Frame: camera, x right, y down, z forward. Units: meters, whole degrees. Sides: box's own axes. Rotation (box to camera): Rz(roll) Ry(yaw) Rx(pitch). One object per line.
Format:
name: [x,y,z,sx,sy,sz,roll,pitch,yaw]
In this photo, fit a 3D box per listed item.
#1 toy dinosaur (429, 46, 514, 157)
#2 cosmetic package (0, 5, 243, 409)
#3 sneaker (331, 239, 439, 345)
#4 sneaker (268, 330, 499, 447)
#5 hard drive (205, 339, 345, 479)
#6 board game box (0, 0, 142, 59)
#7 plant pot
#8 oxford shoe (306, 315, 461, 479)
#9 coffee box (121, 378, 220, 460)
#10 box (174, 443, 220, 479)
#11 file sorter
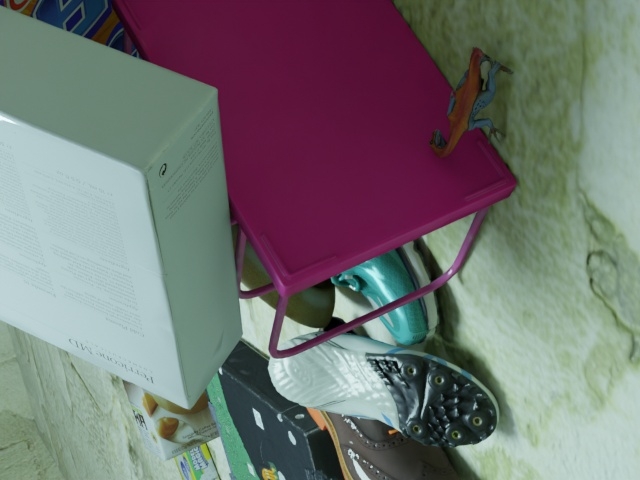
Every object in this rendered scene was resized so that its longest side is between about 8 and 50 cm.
toy dinosaur: [0.100,-0.099,0.909,0.047,0.090,0.082,39,101,33]
cosmetic package: [-0.248,-0.050,0.955,0.377,0.097,0.284,23,143,18]
sneaker: [0.000,0.000,1.159,0.275,0.110,0.107,46,151,18]
sneaker: [0.063,0.131,1.159,0.237,0.086,0.085,11,104,33]
hard drive: [-0.047,0.273,1.597,0.339,0.064,0.237,24,132,59]
board game box: [-0.312,-0.294,1.120,0.356,0.356,0.356,28,146,11]
plant pot: [-0.063,-0.011,1.256,0.236,0.032,0.236,43,-166,-13]
oxford shoe: [0.060,0.182,1.236,0.271,0.097,0.098,46,142,42]
coffee box: [-0.211,0.165,1.770,0.098,0.141,0.247,9,119,65]
box: [-0.207,0.386,2.095,0.179,0.043,0.105,67,158,-2]
file sorter: [-0.019,-0.077,1.036,0.291,0.202,0.182,59,159,21]
